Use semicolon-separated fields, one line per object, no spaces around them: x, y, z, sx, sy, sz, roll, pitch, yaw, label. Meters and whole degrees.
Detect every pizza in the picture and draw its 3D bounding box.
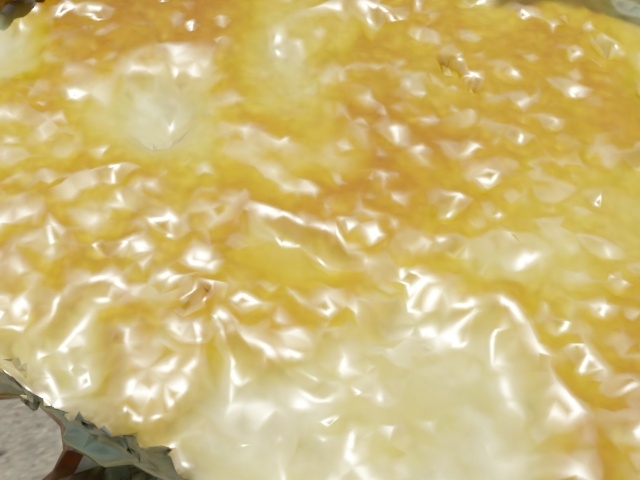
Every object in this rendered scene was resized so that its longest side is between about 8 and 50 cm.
0.000;0.000;0.425;0.406;0.130;0.440;4;49;-2;pizza
